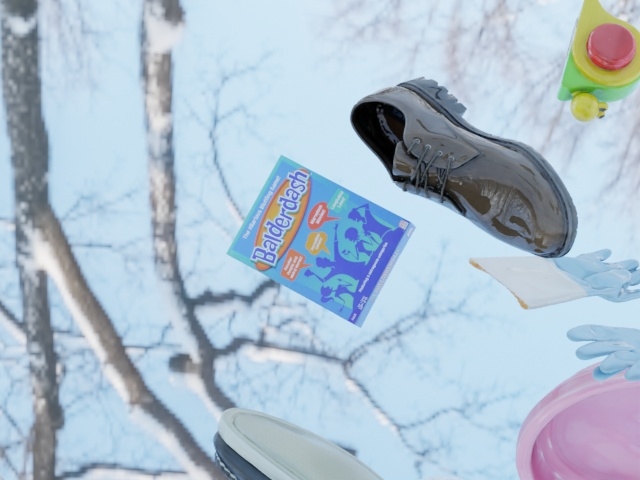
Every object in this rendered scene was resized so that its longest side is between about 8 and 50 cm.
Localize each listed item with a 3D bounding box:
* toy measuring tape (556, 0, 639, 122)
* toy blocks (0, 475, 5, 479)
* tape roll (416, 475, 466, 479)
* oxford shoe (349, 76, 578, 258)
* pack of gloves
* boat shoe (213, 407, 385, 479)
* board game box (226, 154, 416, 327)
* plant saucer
[{"bbox_3d":[0.425,-0.310,1.997,0.121,0.121,0.330,15,-112,7],"label":"toy measuring tape"},{"bbox_3d":[-0.453,0.352,1.482,0.381,0.190,0.261,-41,-141,-18],"label":"toy blocks"},{"bbox_3d":[0.110,0.385,1.397,0.286,0.286,0.100,-21,-148,-32],"label":"tape roll"},{"bbox_3d":[0.105,-0.049,1.099,0.096,0.082,0.227,-14,-142,-39],"label":"oxford shoe"},{"bbox_3d":[0.273,0.077,1.295,0.232,0.046,0.195,-4,-148,-41],"label":"pack of gloves"},{"bbox_3d":[0.043,0.260,1.090,0.340,0.113,0.127,32,-166,-11],"label":"boat shoe"},{"bbox_3d":[0.000,0.000,1.903,0.210,0.160,0.047,27,178,17],"label":"board game box"},{"bbox_3d":[0.416,0.257,1.780,0.332,0.332,0.084,9,-137,-1],"label":"plant saucer"}]
